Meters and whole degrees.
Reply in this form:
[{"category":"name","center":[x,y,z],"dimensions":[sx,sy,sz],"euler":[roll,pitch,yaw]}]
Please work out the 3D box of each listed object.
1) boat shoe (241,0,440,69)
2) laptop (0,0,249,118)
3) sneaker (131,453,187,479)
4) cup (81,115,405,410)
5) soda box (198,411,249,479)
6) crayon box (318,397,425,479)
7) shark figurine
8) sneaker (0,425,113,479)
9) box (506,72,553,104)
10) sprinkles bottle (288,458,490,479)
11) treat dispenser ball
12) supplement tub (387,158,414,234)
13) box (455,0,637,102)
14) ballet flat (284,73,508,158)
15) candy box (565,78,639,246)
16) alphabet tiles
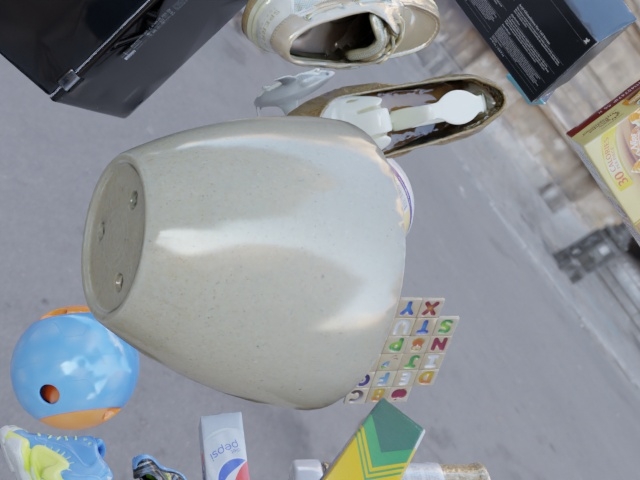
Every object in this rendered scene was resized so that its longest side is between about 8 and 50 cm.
[{"category":"boat shoe","center":[0.050,-0.255,0.946],"dimensions":[0.302,0.109,0.098],"euler":[-11,45,-40]},{"category":"laptop","center":[-0.326,-0.420,1.195],"dimensions":[0.236,0.382,0.408],"euler":[50,9,5]},{"category":"sneaker","center":[-0.402,0.599,1.911],"dimensions":[0.188,0.067,0.078],"euler":[46,29,-37]},{"category":"cup","center":[-0.108,0.010,0.810],"dimensions":[0.237,0.331,0.331],"euler":[9,44,-35]},{"category":"soda box","center":[-0.198,0.516,1.622],"dimensions":[0.091,0.098,0.286],"euler":[-3,63,-15]},{"category":"crayon box","center":[0.016,0.348,0.968],"dimensions":[0.083,0.203,0.323],"euler":[36,18,9]},{"category":"shark figurine","center":[-0.103,-0.355,1.994],"dimensions":[0.166,0.278,0.116],"euler":[-24,97,-49]},{"category":"sneaker","center":[-0.440,0.370,1.301],"dimensions":[0.240,0.091,0.126],"euler":[29,40,34]},{"category":"box","center":[0.557,-0.447,1.832],"dimensions":[0.100,0.244,0.060],"euler":[42,-10,-26]},{"category":"sprinkles bottle","center":[0.123,0.455,1.375],"dimensions":[0.355,0.121,0.121],"euler":[3,36,-8]},{"category":"treat dispenser ball","center":[-0.568,0.295,1.790],"dimensions":[0.288,0.288,0.288],"euler":[44,22,-23]},{"category":"supplement tub","center":[0.000,0.000,1.265],"dimensions":[0.241,0.241,0.331],"euler":[49,39,-10]},{"category":"box","center":[0.333,-0.379,1.204],"dimensions":[0.261,0.103,0.184],"euler":[56,-22,7]},{"category":"ballet flat","center":[0.098,-0.155,1.000],"dimensions":[0.124,0.342,0.116],"euler":[-175,-107,-70]},{"category":"candy box","center":[0.553,-0.095,1.211],"dimensions":[0.316,0.183,0.087],"euler":[49,13,-21]},{"category":"alphabet tiles","center":[0.173,0.270,1.849],"dimensions":[0.285,0.342,0.011],"euler":[2,35,-19]}]
